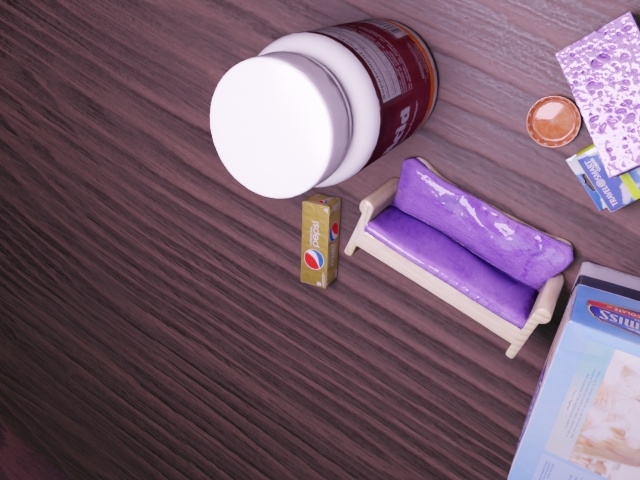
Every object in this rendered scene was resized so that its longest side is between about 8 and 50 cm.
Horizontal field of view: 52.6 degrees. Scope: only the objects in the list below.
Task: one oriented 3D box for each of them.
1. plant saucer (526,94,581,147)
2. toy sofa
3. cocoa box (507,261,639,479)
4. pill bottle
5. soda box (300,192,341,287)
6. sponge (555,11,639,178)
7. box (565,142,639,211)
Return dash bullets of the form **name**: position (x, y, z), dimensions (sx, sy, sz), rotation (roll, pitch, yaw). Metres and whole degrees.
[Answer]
- **plant saucer**: position (0.376, -0.192, 1.043), dimensions (0.083, 0.013, 0.084), rotation (11, 115, 25)
- **toy sofa**: position (0.241, 0.018, 1.128), dimensions (0.362, 0.150, 0.177), rotation (33, 125, 13)
- **cocoa box**: position (0.477, 0.256, 1.053), dimensions (0.231, 0.228, 0.347), rotation (20, 120, 20)
- **pill bottle**: position (0.020, -0.213, 1.000), dimensions (0.224, 0.392, 0.224), rotation (12, 117, 25)
- **soda box**: position (0.000, 0.000, 1.311), dimensions (0.061, 0.058, 0.181), rotation (14, 117, 24)
- **sponge**: position (0.443, -0.210, 0.952), dimensions (0.117, 0.031, 0.210), rotation (-25, 81, 35)
- **box**: position (0.483, -0.124, 0.996), dimensions (0.178, 0.042, 0.109), rotation (-33, 93, 35)
